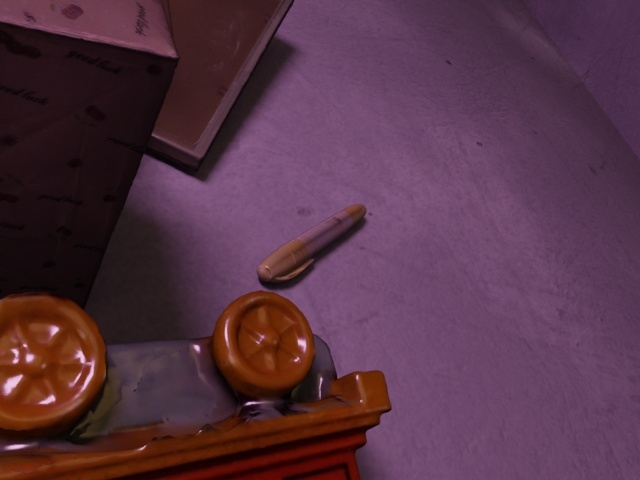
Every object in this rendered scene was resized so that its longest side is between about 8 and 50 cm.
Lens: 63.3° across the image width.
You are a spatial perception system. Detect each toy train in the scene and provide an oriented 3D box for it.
[{"bbox_3d":[-0.100,0.164,0.346,0.369,0.163,0.231,3,59,-35],"label":"toy train"}]

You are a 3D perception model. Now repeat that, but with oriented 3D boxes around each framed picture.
[{"bbox_3d":[-0.238,-0.323,0.736,0.326,0.028,0.446,26,51,-10],"label":"framed picture"}]

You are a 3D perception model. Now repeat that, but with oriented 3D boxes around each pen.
[{"bbox_3d":[0.000,0.000,0.666,0.233,0.032,0.040,-32,98,-49],"label":"pen"}]

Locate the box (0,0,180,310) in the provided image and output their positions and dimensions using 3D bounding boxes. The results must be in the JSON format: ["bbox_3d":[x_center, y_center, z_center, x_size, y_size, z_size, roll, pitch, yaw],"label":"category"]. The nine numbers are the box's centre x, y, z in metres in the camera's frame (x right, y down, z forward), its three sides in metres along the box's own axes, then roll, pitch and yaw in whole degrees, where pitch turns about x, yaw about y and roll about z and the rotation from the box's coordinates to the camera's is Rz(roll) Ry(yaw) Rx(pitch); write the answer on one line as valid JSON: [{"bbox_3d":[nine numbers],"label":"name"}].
[{"bbox_3d":[-0.258,-0.088,0.353,0.225,0.297,0.190,0,53,-36],"label":"box"}]
